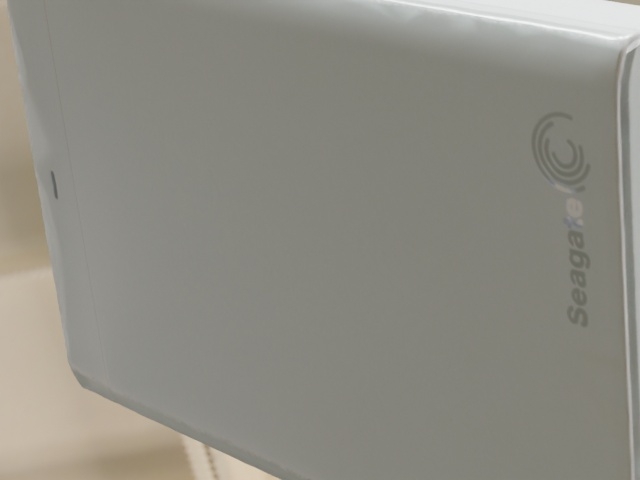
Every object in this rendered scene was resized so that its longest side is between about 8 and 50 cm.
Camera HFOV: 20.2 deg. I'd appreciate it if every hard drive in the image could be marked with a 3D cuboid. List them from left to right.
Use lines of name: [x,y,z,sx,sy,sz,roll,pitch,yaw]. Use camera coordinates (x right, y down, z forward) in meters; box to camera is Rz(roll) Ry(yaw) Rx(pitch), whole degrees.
hard drive: [0.000,0.000,0.645,0.307,0.040,0.203,18,-58,45]
